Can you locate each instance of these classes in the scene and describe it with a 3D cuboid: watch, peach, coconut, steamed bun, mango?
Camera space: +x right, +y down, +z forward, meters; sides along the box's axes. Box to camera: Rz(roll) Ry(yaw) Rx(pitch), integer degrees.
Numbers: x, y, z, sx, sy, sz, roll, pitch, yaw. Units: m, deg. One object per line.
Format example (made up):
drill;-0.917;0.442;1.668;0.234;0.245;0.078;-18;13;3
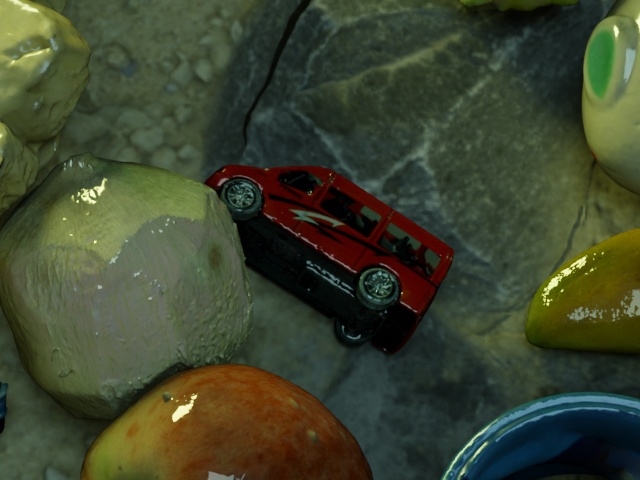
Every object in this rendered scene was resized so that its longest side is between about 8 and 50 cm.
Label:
watch;0.226;0.225;1.368;0.305;0.241;0.274;-40;67;-21
peach;-0.059;0.193;1.342;0.233;0.232;0.232;3;69;-9
coconut;-0.147;0.025;1.392;0.194;0.194;0.194;3;69;-9
steamed bun;0.297;-0.141;1.534;0.177;0.130;0.228;22;64;30
mango;0.248;0.041;1.518;0.188;0.066;0.101;-13;71;-5
steamed bun;-0.288;-0.125;1.438;0.295;0.137;0.292;34;85;28

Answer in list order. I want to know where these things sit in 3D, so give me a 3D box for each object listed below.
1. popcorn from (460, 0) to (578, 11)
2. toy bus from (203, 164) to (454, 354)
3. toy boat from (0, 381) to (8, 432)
popcorn;0.155;-0.253;1.580;0.145;0.126;0.125;9;50;23
toy bus;0.000;0.000;1.480;0.195;0.081;0.089;32;58;3
toy boat;-0.291;0.122;1.392;0.137;0.060;0.060;-13;92;-8
